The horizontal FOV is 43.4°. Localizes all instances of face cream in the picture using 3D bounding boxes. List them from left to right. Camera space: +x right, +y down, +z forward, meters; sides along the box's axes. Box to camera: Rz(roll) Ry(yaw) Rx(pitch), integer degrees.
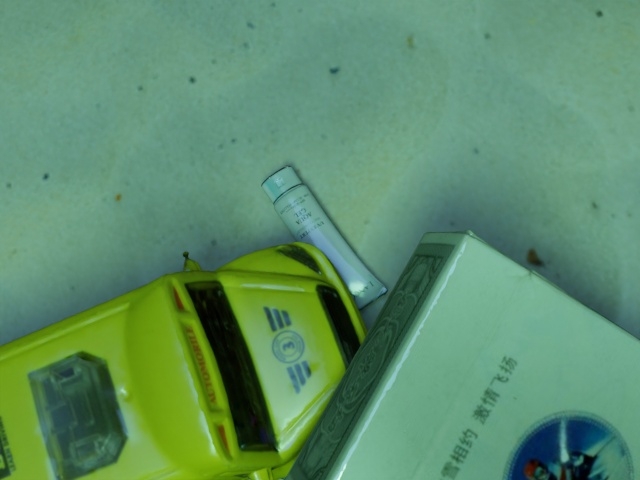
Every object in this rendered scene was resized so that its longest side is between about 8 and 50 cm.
[{"bbox_3d":[0.000,0.000,0.555,0.038,0.020,0.115,-34,78,1],"label":"face cream"}]

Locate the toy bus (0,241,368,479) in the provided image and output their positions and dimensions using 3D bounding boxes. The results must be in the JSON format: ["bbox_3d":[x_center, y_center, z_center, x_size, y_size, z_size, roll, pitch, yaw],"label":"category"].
[{"bbox_3d":[-0.130,0.110,0.488,0.330,0.152,0.144,-23,74,5],"label":"toy bus"}]

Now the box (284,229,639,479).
[{"bbox_3d":[0.131,0.129,0.433,0.256,0.069,0.164,31,84,-10],"label":"box"}]
